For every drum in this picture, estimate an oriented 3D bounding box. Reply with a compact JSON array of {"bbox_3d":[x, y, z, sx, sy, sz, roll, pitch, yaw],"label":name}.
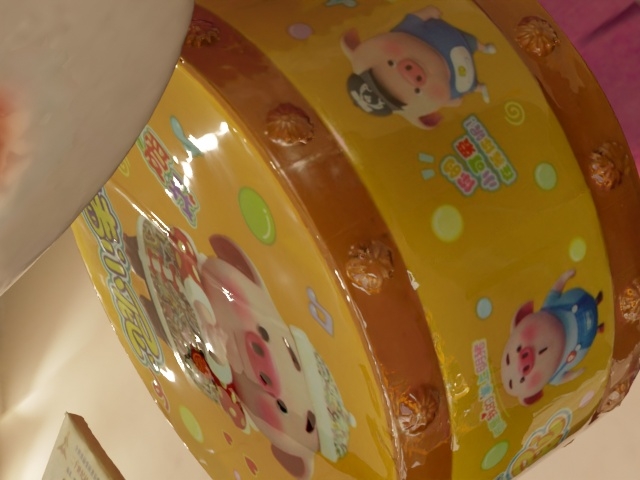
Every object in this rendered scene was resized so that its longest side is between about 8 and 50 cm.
[{"bbox_3d":[0.000,0.000,0.764,0.431,0.214,0.431,41,147,34],"label":"drum"}]

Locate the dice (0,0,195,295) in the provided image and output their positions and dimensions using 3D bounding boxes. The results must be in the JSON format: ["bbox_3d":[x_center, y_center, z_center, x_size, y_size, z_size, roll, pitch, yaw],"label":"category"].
[{"bbox_3d":[-0.256,-0.105,0.412,0.304,0.304,0.277,43,178,14],"label":"dice"}]

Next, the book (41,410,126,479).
[{"bbox_3d":[-0.199,0.307,0.861,0.026,0.289,0.201,9,-161,-39],"label":"book"}]
